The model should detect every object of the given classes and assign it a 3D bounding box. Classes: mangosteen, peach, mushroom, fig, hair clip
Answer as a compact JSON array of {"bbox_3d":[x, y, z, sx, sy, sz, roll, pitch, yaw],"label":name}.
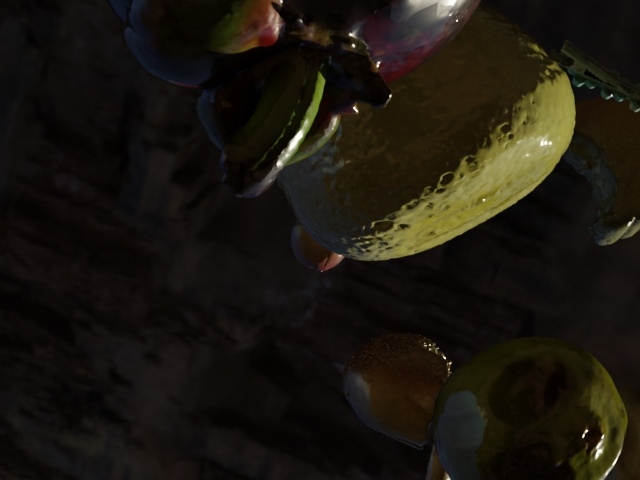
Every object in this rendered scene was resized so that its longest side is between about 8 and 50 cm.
[{"bbox_3d":[-0.018,-0.213,0.857,0.306,0.306,0.359,11,-130,-14],"label":"mangosteen"},{"bbox_3d":[0.001,-0.001,1.579,0.083,0.083,0.083,14,-148,-9],"label":"peach"},{"bbox_3d":[0.434,0.286,1.698,0.127,0.166,0.166,3,-145,-21],"label":"mushroom"},{"bbox_3d":[0.259,0.241,1.601,0.239,0.239,0.271,-5,-173,-34],"label":"fig"},{"bbox_3d":[0.370,-0.205,1.555,0.173,0.049,0.049,27,-149,-7],"label":"hair clip"}]

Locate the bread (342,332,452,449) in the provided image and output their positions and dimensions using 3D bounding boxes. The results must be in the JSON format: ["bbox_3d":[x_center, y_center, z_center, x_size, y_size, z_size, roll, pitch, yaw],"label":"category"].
[{"bbox_3d":[0.141,0.257,2.278,0.192,0.171,0.314,20,-168,7],"label":"bread"}]

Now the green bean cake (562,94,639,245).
[{"bbox_3d":[0.509,-0.127,2.069,0.233,0.124,0.236,-19,-109,-14],"label":"green bean cake"}]

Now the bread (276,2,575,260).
[{"bbox_3d":[0.108,-0.111,1.292,0.320,0.320,0.237,-8,-125,-37],"label":"bread"}]

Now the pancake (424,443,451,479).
[{"bbox_3d":[0.300,0.396,2.147,0.356,0.356,0.065,-15,-147,-43],"label":"pancake"}]
